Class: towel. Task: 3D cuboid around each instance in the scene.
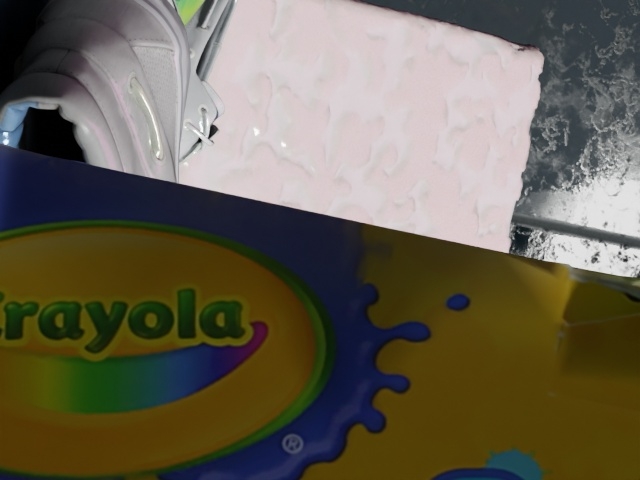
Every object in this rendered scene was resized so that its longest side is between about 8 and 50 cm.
[{"bbox_3d":[0.000,0.000,1.282,0.053,0.317,0.332,16,-84,52],"label":"towel"}]

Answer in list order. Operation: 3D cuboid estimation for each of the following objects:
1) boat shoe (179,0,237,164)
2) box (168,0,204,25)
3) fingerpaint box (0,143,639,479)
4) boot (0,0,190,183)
[{"bbox_3d":[-0.086,-0.079,1.084,0.066,0.063,0.184,99,3,-57],"label":"boat shoe"},{"bbox_3d":[0.004,-0.259,0.874,0.322,0.058,0.232,-51,176,-4],"label":"box"},{"bbox_3d":[0.067,0.205,0.471,0.163,0.445,0.371,99,2,-68],"label":"fingerpaint box"},{"bbox_3d":[-0.109,0.019,0.838,0.123,0.095,0.258,-65,160,-55],"label":"boot"}]
